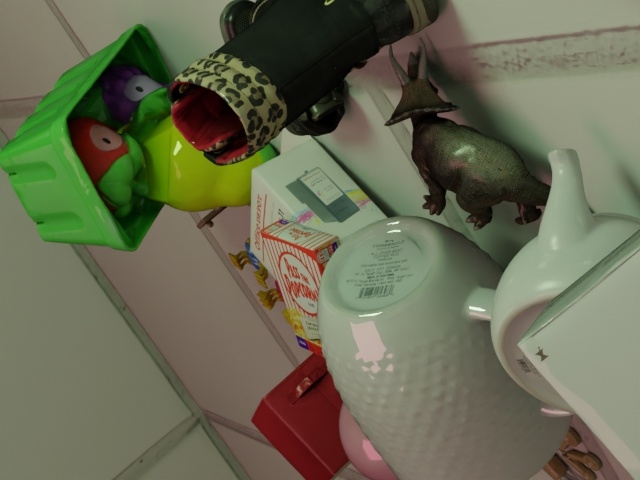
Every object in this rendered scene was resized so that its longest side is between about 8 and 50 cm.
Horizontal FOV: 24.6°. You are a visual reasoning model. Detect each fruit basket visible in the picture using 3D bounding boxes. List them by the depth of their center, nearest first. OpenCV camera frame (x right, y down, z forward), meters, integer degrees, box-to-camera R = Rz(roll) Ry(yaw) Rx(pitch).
[{"bbox_3d":[-0.267,-0.158,2.327,0.392,0.392,0.283,21,142,55],"label":"fruit basket"}]

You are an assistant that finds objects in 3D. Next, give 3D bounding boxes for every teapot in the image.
[{"bbox_3d":[0.315,0.063,1.596,0.253,0.187,0.256,22,140,1],"label":"teapot"}]

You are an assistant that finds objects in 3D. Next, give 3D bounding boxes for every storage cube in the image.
[{"bbox_3d":[0.009,0.327,2.734,0.193,0.184,0.215,46,160,9],"label":"storage cube"}]

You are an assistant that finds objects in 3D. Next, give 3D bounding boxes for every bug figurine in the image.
[{"bbox_3d":[-0.030,0.099,2.571,0.279,0.072,0.216,35,162,27],"label":"bug figurine"}]

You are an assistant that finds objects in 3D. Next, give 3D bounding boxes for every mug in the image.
[{"bbox_3d":[0.182,0.138,1.861,0.374,0.276,0.328,4,141,38],"label":"mug"}]

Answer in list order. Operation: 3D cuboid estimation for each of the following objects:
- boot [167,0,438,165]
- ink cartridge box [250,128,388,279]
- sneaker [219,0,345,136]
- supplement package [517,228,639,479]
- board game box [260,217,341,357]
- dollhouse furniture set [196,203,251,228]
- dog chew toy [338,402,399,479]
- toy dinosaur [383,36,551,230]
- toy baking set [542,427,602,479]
[{"bbox_3d":[-0.059,-0.216,1.734,0.138,0.284,0.377,58,158,-21],"label":"boot"},{"bbox_3d":[0.000,0.000,2.166,0.353,0.119,0.207,48,154,28],"label":"ink cartridge box"},{"bbox_3d":[-0.041,-0.231,1.977,0.130,0.087,0.227,14,143,57],"label":"sneaker"},{"bbox_3d":[0.356,0.076,1.355,0.204,0.262,0.145,49,-154,3],"label":"supplement package"},{"bbox_3d":[-0.003,0.074,2.049,0.147,0.045,0.193,18,132,56],"label":"board game box"},{"bbox_3d":[-0.100,-0.019,2.430,0.151,0.123,0.144,50,161,0],"label":"dollhouse furniture set"},{"bbox_3d":[0.160,0.345,2.432,0.207,0.206,0.332,33,162,41],"label":"dog chew toy"},{"bbox_3d":[0.178,-0.083,1.712,0.313,0.121,0.160,44,173,30],"label":"toy dinosaur"},{"bbox_3d":[0.352,0.336,2.221,0.197,0.030,0.256,32,153,42],"label":"toy baking set"}]
